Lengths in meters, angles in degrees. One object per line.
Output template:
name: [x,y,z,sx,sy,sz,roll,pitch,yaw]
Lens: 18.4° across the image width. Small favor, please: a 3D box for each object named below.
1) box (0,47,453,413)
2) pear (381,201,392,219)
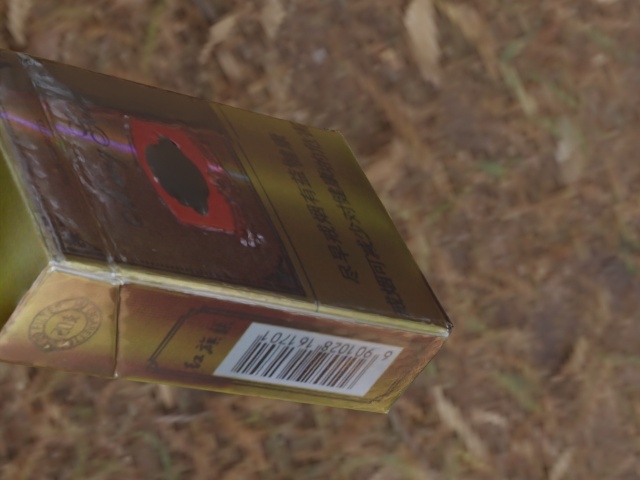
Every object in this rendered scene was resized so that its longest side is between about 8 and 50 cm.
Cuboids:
box: [-0.067,-0.005,0.944,0.240,0.071,0.159,12,39,-39]
pear: [0.000,0.000,1.512,0.107,0.131,0.107,-23,120,-49]
